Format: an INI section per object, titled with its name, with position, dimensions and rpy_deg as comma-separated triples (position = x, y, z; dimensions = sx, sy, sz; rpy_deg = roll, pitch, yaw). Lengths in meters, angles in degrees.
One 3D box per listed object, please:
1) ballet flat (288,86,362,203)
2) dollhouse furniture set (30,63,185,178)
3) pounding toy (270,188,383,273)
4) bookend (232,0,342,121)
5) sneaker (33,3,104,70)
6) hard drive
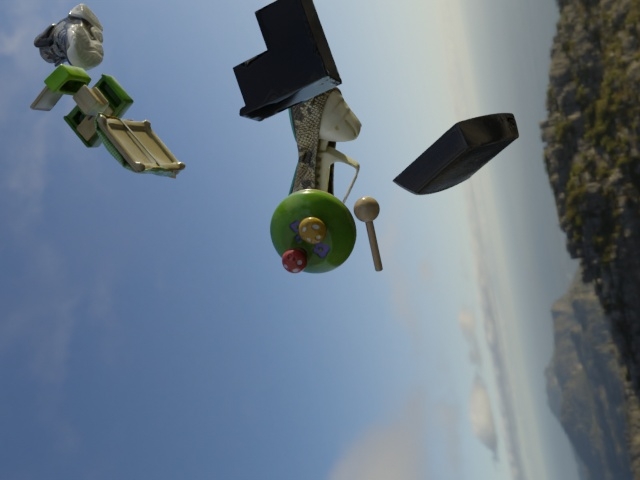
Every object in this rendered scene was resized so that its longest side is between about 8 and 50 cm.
[ballet flat]
position = 0.014, -0.216, 1.741
dimensions = 0.164, 0.182, 0.482
rpy_deg = -46, -33, -49
[dollhouse furniture set]
position = -0.469, -0.215, 1.566
dimensions = 0.301, 0.151, 0.197
rpy_deg = 49, -162, 8
[pounding toy]
position = 0.000, 0.000, 1.438
dimensions = 0.110, 0.237, 0.182
rpy_deg = -58, -34, -64
[bookend]
position = -0.070, -0.291, 1.126
dimensions = 0.072, 0.157, 0.156
rpy_deg = -4, -107, -70
[sneaker]
position = -0.617, -0.467, 1.749
dimensions = 0.101, 0.153, 0.268
rpy_deg = 51, -164, -40
[hard drive]
position = 0.249, -0.151, 1.257
dimensions = 0.255, 0.172, 0.054
rpy_deg = -19, -109, -54
